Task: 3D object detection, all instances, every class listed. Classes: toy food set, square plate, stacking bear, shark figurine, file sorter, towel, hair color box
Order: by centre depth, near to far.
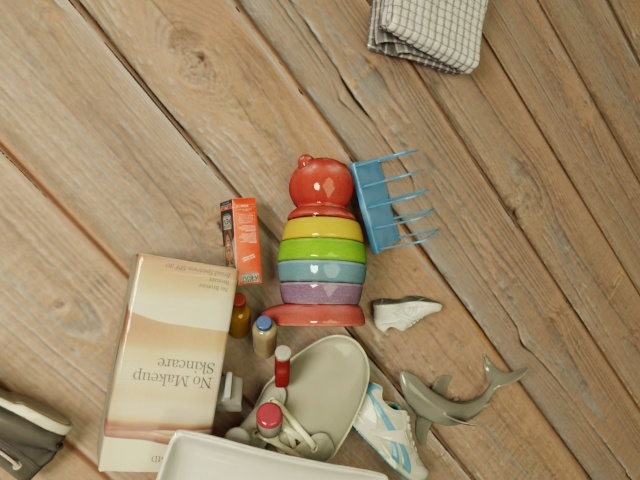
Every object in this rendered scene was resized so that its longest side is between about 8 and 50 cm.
[{"bbox_3d":[-0.104,0.460,0.716,0.344,0.049,0.347,22,84,-23],"label":"square plate"},{"bbox_3d":[-0.102,0.200,0.781,0.111,0.104,0.232,3,53,-4],"label":"toy food set"},{"bbox_3d":[-0.134,0.002,0.857,0.043,0.072,0.141,-5,90,-27],"label":"hair color box"},{"bbox_3d":[0.000,0.000,0.882,0.175,0.164,0.289,5,81,-28],"label":"stacking bear"},{"bbox_3d":[0.143,-0.077,0.952,0.118,0.104,0.170,-24,100,-59],"label":"file sorter"},{"bbox_3d":[0.216,-0.484,1.023,0.235,0.121,0.284,11,82,-27],"label":"towel"},{"bbox_3d":[0.294,0.335,1.034,0.278,0.116,0.166,-2,90,-24],"label":"shark figurine"}]

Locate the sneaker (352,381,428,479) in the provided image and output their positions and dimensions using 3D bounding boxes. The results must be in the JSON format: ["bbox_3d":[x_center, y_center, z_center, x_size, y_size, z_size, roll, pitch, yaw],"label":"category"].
[{"bbox_3d":[0.139,0.367,0.967,0.092,0.087,0.229,-44,106,-13],"label":"sneaker"}]

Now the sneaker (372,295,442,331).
[{"bbox_3d":[0.171,0.144,1.017,0.152,0.053,0.061,-3,98,-20],"label":"sneaker"}]

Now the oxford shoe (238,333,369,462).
[{"bbox_3d":[-0.071,0.334,0.827,0.169,0.130,0.449,43,69,8],"label":"oxford shoe"}]

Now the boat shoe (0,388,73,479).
[{"bbox_3d":[-0.490,0.207,0.655,0.335,0.112,0.095,39,68,-23],"label":"boat shoe"}]

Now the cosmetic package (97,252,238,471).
[{"bbox_3d":[-0.229,0.175,0.769,0.153,0.129,0.296,10,84,-22],"label":"cosmetic package"}]
